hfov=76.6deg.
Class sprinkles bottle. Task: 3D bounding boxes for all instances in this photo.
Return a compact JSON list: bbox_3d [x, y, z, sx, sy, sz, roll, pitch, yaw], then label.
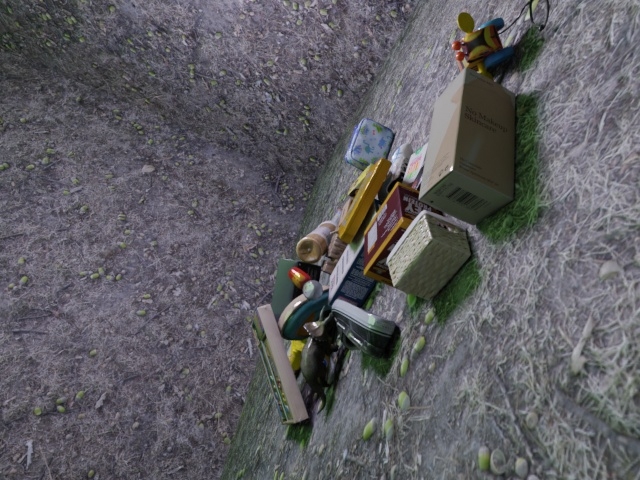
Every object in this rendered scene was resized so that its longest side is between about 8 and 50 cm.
[{"bbox_3d":[0.000,0.000,1.874,0.121,0.121,0.355,-64,-8,21],"label":"sprinkles bottle"}]

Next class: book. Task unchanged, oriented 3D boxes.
[{"bbox_3d":[0.314,-0.234,1.308,0.096,0.035,0.144,-37,31,64],"label":"book"}]

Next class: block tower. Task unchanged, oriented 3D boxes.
[{"bbox_3d":[0.102,-0.010,1.737,0.091,0.097,0.335,165,128,-77],"label":"block tower"}]

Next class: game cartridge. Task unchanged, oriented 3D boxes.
[{"bbox_3d":[0.141,-0.133,1.388,0.285,0.053,0.323,-63,-1,4],"label":"game cartridge"}]

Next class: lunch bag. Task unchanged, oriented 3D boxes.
[{"bbox_3d":[0.215,-0.418,1.797,0.090,0.176,0.218,152,139,-74],"label":"lunch bag"}]

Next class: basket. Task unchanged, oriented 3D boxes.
[{"bbox_3d":[0.235,0.038,0.891,0.103,0.113,0.167,-87,22,-52],"label":"basket"}]

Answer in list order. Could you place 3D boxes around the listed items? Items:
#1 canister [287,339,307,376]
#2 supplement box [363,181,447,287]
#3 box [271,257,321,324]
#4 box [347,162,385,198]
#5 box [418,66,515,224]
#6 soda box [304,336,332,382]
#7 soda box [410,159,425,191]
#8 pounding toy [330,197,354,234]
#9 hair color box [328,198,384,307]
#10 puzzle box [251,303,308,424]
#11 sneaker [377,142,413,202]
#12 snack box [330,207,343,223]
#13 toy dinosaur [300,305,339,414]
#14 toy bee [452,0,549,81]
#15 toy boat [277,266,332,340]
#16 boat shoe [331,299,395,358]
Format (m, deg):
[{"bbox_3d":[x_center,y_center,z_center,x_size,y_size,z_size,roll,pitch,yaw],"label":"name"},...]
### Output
[{"bbox_3d":[-0.118,0.523,1.786,0.126,0.073,0.169,-102,35,-73],"label":"canister"},{"bbox_3d":[0.213,-0.009,1.050,0.194,0.129,0.191,-81,17,-53],"label":"supplement box"},{"bbox_3d":[-0.100,0.215,1.645,0.184,0.103,0.261,21,-103,-60],"label":"box"},{"bbox_3d":[0.200,-0.243,1.760,0.232,0.087,0.058,132,160,-65],"label":"box"},{"bbox_3d":[0.321,-0.207,0.875,0.121,0.148,0.311,130,159,-58],"label":"box"},{"bbox_3d":[-0.005,0.423,1.445,0.181,0.061,0.058,-80,16,-51],"label":"soda box"},{"bbox_3d":[0.287,-0.138,1.141,0.053,0.060,0.168,-107,41,-73],"label":"soda box"},{"bbox_3d":[0.128,-0.078,1.644,0.100,0.130,0.141,126,163,-54],"label":"pounding toy"},{"bbox_3d":[0.144,0.056,1.333,0.174,0.105,0.347,-82,17,-62],"label":"hair color box"},{"bbox_3d":[-0.162,0.463,1.490,0.272,0.052,0.408,119,133,-61],"label":"puzzle box"},{"bbox_3d":[0.274,-0.230,1.396,0.086,0.085,0.237,8,70,53],"label":"sneaker"},{"bbox_3d":[0.079,-0.093,2.197,0.100,0.037,0.141,-84,19,-54],"label":"snack box"},{"bbox_3d":[-0.019,0.381,1.301,0.121,0.160,0.313,1,63,31],"label":"toy dinosaur"},{"bbox_3d":[0.386,-0.485,0.996,0.298,0.162,0.195,73,177,-73],"label":"toy bee"},{"bbox_3d":[-0.039,0.237,1.449,0.268,0.148,0.318,-33,-42,-24],"label":"toy boat"},{"bbox_3d":[0.094,0.246,1.141,0.119,0.121,0.335,-67,11,-7],"label":"boat shoe"}]
